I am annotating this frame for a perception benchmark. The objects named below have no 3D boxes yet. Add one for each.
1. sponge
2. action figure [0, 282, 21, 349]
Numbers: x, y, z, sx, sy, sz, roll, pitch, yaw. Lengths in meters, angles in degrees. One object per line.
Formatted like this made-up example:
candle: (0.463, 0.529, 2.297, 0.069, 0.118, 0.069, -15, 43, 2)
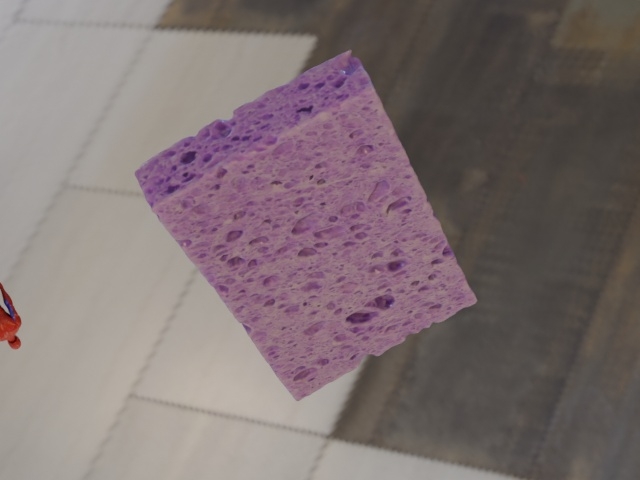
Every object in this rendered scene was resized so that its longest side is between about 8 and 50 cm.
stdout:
sponge: (0.000, 0.000, 0.825, 0.117, 0.210, 0.031, -28, 55, 2)
action figure: (-0.292, 0.050, 1.424, 0.038, 0.115, 0.030, -33, 26, -12)
